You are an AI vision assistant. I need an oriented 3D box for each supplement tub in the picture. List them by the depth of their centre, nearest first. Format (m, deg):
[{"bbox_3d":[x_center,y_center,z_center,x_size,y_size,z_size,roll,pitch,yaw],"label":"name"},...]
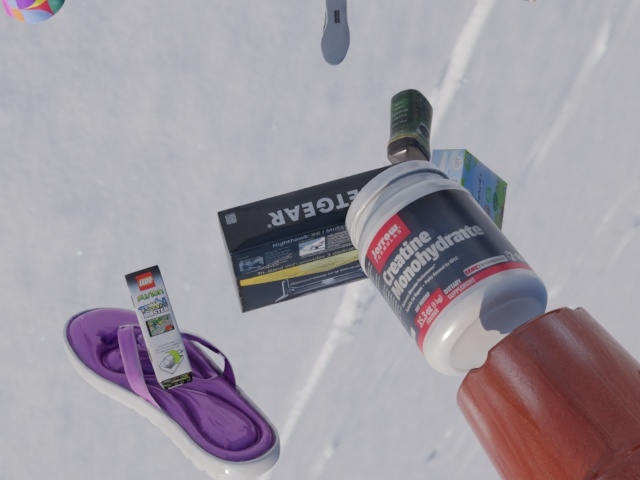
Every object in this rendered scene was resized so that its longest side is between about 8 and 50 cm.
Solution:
[{"bbox_3d":[0.171,0.036,1.535,0.191,0.272,0.191,-22,143,-18],"label":"supplement tub"}]

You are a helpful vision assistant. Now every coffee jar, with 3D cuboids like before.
[{"bbox_3d":[0.189,-0.226,2.305,0.096,0.079,0.184,45,38,-37],"label":"coffee jar"}]

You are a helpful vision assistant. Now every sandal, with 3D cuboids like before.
[{"bbox_3d":[-0.204,0.182,1.549,0.169,0.416,0.102,-25,135,-42],"label":"sandal"}]

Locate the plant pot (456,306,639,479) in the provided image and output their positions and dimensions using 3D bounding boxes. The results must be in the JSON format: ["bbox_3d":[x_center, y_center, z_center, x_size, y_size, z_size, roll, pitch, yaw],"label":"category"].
[{"bbox_3d":[0.316,0.237,1.296,0.272,0.265,0.272,-25,149,-16],"label":"plant pot"}]

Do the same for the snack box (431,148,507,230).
[{"bbox_3d":[0.256,-0.048,1.924,0.207,0.070,0.174,25,70,-56],"label":"snack box"}]

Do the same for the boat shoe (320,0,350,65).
[{"bbox_3d":[0.027,-0.357,1.850,0.040,0.049,0.142,86,7,-72],"label":"boat shoe"}]

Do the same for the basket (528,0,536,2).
[{"bbox_3d":[0.343,-0.526,2.052,0.167,0.103,0.113,13,108,-29],"label":"basket"}]

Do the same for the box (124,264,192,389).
[{"bbox_3d":[-0.170,0.098,1.168,0.036,0.114,0.207,-18,173,-9],"label":"box"}]

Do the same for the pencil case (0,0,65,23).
[{"bbox_3d":[-0.424,-0.398,1.483,0.104,0.104,0.236,-49,157,-17],"label":"pencil case"}]

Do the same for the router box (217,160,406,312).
[{"bbox_3d":[0.000,0.000,1.761,0.309,0.081,0.243,-15,155,-7],"label":"router box"}]
